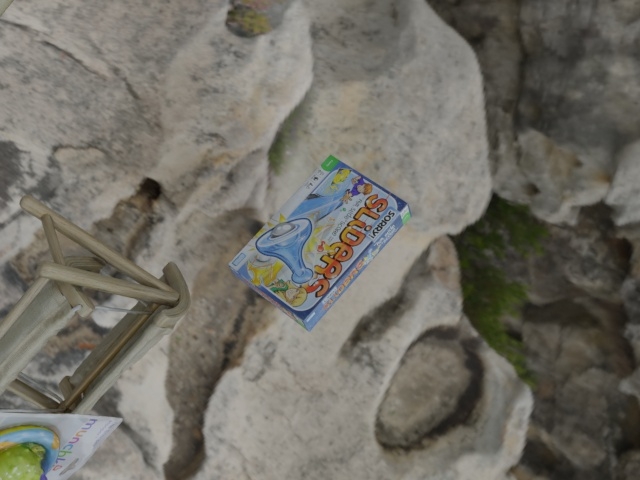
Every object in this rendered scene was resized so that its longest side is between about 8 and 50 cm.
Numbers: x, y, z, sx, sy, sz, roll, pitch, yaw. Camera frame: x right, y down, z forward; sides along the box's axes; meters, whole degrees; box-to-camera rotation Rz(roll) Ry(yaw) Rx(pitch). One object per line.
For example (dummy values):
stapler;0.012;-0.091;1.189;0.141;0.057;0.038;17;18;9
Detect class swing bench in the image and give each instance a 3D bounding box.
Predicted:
swing bench;-0.329;0.121;1.189;0.255;0.165;0.253;31;108;-40

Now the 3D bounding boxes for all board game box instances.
board game box;0.000;0.000;1.188;0.201;0.136;0.035;-48;151;-14

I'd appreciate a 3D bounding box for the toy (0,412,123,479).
toy;-0.274;0.200;0.758;0.137;0.056;0.237;-45;148;15

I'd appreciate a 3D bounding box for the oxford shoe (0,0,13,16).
oxford shoe;-0.359;-0.346;1.024;0.140;0.146;0.397;14;122;-38
